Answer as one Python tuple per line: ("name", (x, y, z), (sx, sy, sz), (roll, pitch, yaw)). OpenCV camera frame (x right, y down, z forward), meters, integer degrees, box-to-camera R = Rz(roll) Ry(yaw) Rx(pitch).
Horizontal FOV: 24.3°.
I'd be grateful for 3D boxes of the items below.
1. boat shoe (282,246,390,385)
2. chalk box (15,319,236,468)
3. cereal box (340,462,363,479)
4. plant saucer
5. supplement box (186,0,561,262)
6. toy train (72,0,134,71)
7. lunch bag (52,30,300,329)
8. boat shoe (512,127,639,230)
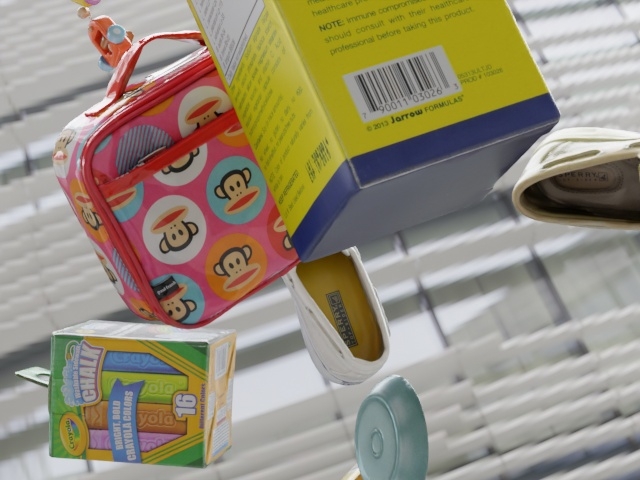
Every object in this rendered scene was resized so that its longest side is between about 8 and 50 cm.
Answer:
("boat shoe", (-0.007, 0.004, 1.880), (0.136, 0.367, 0.156), (-19, -8, -19))
("chalk box", (-0.278, 0.211, 2.083), (0.289, 0.180, 0.179), (2, -87, 10))
("cereal box", (0.086, 0.352, 1.512), (0.173, 0.240, 0.047), (-44, 6, -32))
("plant saucer", (0.057, 0.177, 1.298), (0.021, 0.119, 0.119), (1, -47, -25))
("supplement box", (0.021, -0.196, 1.281), (0.195, 0.356, 0.194), (-19, -12, -20))
("toy train", (-0.213, -0.259, 1.526), (0.046, 0.125, 0.166), (-29, -22, -34))
("lunch bag", (-0.101, -0.084, 1.428), (0.293, 0.120, 0.258), (-35, -70, -23))
("boat shoe", (0.323, -0.050, 1.345), (0.302, 0.098, 0.109), (2, -62, 31))
